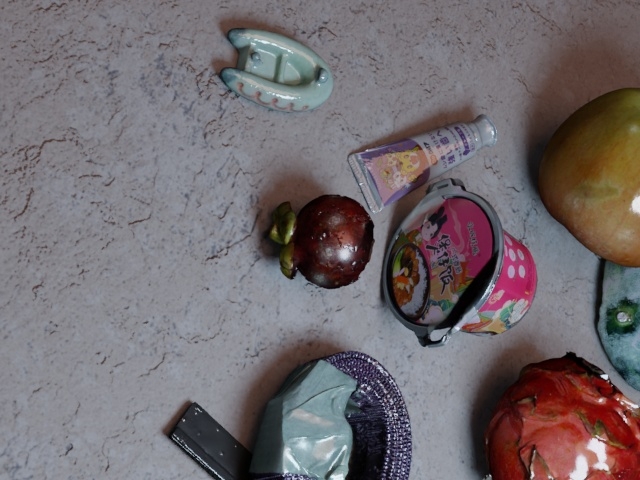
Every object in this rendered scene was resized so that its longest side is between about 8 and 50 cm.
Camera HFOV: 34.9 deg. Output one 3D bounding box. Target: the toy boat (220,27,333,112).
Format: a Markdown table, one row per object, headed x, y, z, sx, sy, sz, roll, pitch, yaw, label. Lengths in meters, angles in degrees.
| x | y | z | sx | sy | sz | roll | pitch | yaw | label |
| --- | --- | --- | --- | --- | --- | --- | --- | --- | --- |
| -0.069 | -0.294 | 1.752 | 0.207 | 0.079 | 0.134 | 19 | 67 | -24 | toy boat |

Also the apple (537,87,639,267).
| x | y | z | sx | sy | sz | roll | pitch | yaw | label |
| --- | --- | --- | --- | --- | --- | --- | --- | --- | --- |
| 0.605 | -0.126 | 1.943 | 0.338 | 0.305 | 0.338 | 27 | 26 | -14 | apple |

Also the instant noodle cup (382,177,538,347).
| x | y | z | sx | sy | sz | roll | pitch | yaw | label |
| --- | --- | --- | --- | --- | --- | --- | --- | --- | --- |
| 0.262 | 0.060 | 1.778 | 0.181 | 0.258 | 0.303 | 24 | 73 | -39 | instant noodle cup |

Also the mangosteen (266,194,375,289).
| x | y | z | sx | sy | sz | roll | pitch | yaw | label |
| --- | --- | --- | --- | --- | --- | --- | --- | --- | --- |
| 0.000 | 0.000 | 1.680 | 0.180 | 0.166 | 0.166 | 4 | 74 | 2 | mangosteen |

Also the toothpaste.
| x | y | z | sx | sy | sz | roll | pitch | yaw | label |
| --- | --- | --- | --- | --- | --- | --- | --- | --- | --- |
| 0.195 | -0.155 | 1.883 | 0.299 | 0.073 | 0.114 | -25 | 91 | -25 | toothpaste |

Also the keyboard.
| x | y | z | sx | sy | sz | roll | pitch | yaw | label |
| --- | --- | --- | --- | --- | --- | --- | --- | --- | --- |
| -0.138 | 0.352 | 1.588 | 0.231 | 0.023 | 0.072 | 45 | 53 | -15 | keyboard |

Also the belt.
| x | y | z | sx | sy | sz | roll | pitch | yaw | label |
| --- | --- | --- | --- | --- | --- | --- | --- | --- | --- |
| 0.024 | 0.335 | 1.623 | 0.260 | 0.122 | 0.325 | 28 | 62 | -28 | belt |

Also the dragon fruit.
| x | y | z | sx | sy | sz | roll | pitch | yaw | label |
| --- | --- | --- | --- | --- | --- | --- | --- | --- | --- |
| 0.437 | 0.357 | 1.771 | 0.295 | 0.295 | 0.302 | 39 | 65 | -17 | dragon fruit |

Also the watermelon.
| x | y | z | sx | sy | sz | roll | pitch | yaw | label |
| --- | --- | --- | --- | --- | --- | --- | --- | --- | --- |
| 0.667 | 0.132 | 2.013 | 0.175 | 0.188 | 0.322 | 0 | 74 | -38 | watermelon |
